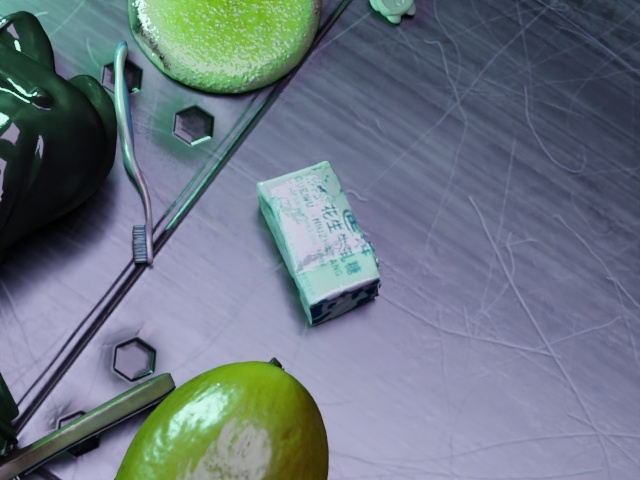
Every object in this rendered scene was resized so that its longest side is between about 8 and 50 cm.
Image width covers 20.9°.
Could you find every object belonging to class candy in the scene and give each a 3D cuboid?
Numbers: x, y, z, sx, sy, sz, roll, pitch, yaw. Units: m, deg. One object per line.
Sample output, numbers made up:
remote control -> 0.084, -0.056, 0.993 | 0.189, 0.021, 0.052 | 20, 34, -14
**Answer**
candy -> 0.000, 0.000, 1.884 | 0.092, 0.073, 0.160 | -20, 74, -8

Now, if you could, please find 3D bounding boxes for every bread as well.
bread -> -0.110, -0.276, 1.994 | 0.228, 0.033, 0.229 | 1, 70, -4

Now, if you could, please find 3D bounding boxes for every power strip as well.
power strip -> 0.077, -0.293, 2.027 | 0.055, 0.035, 0.083 | -31, 89, -16

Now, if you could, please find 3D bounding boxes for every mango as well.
mango -> -0.117, 0.267, 1.737 | 0.195, 0.142, 0.332 | 31, 72, 10

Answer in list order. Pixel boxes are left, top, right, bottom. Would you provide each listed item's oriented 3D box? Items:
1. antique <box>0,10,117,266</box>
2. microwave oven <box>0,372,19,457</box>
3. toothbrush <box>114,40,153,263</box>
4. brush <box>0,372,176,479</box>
antique -> -0.369, -0.097, 1.820 | 0.322, 0.185, 0.255 | -29, 74, -19
microwave oven -> -0.398, 0.162, 1.677 | 0.194, 0.240, 0.145 | -24, 77, -7
toothbrush -> -0.209, -0.100, 1.925 | 0.027, 0.021, 0.269 | -4, 70, -14
brush -> -0.285, 0.234, 1.775 | 0.327, 0.070, 0.065 | -29, 94, -17
